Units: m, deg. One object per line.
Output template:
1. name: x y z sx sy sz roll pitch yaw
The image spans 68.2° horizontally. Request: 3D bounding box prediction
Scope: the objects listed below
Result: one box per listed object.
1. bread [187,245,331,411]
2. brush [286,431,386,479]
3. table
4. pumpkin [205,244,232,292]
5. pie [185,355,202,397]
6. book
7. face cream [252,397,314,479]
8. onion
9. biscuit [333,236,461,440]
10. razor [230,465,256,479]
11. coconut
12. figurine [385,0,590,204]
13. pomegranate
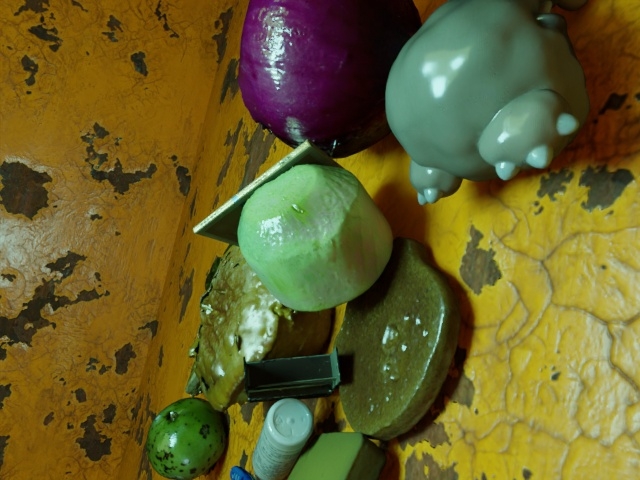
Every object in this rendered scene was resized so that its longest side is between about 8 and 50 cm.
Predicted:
1. bread: -0.131 0.175 0.991 0.358 0.204 0.336 -54 30 30
2. brush: 0.013 0.352 0.694 0.123 0.059 0.197 -53 6 -31
3. table: -0.051 0.228 0.788 0.175 0.146 0.062 105 160 -66
4. pumpkin: -0.284 0.129 1.442 0.290 0.095 0.258 -40 39 45
5. pie: -0.363 0.395 1.481 0.193 0.079 0.163 -58 23 31
6. book: -0.072 -0.062 0.799 0.242 0.170 0.018 -34 65 18
7. face cream: -0.078 0.377 0.857 0.269 0.082 0.081 110 159 -46
8. onion: 0.068 -0.293 0.768 0.386 0.348 0.347 16 91 29
9. biscuit: 0.103 0.146 0.702 0.272 0.049 0.257 -60 26 25
10. razor: -0.080 0.467 0.808 0.324 0.056 0.093 3 86 61
11. coconut: 0.000 0.000 0.734 0.205 0.236 0.235 8 83 41
12. figurine: 0.195 -0.235 0.549 0.248 0.203 0.380 -10 67 66
13. pomegranate: -0.348 0.549 1.273 0.214 0.215 0.247 -118 11 -55
